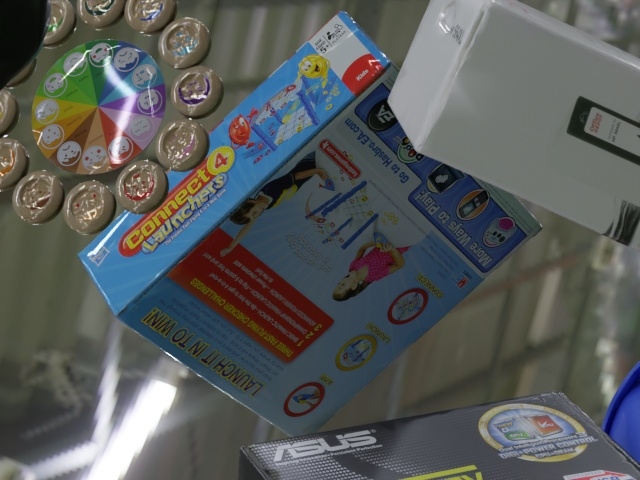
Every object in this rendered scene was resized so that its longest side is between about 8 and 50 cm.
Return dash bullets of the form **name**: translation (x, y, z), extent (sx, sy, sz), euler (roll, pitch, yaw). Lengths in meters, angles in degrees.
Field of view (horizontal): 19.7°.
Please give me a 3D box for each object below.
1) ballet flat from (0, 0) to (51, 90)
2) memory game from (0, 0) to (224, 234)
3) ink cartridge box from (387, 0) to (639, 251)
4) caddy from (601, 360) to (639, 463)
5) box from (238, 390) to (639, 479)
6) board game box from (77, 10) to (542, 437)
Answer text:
- **ballet flat**: translation (-0.221, -0.048, 0.790), extent (0.280, 0.095, 0.096), euler (-57, -24, -30)
- **memory game**: translation (-0.153, -0.092, 1.246), extent (0.186, 0.186, 0.012), euler (-68, -21, -11)
- **ink cartridge box**: translation (0.145, -0.055, 0.955), extent (0.148, 0.203, 0.086), euler (-105, 39, -76)
- **caddy**: translation (0.365, 0.220, 1.438), extent (0.341, 0.241, 0.179), euler (57, -166, -16)
- **box**: translation (0.106, 0.198, 1.276), extent (0.270, 0.216, 0.060), euler (-7, -62, -25)
- **board game box**: translation (0.000, 0.000, 1.598), extent (0.302, 0.086, 0.308), euler (-42, -40, 5)
